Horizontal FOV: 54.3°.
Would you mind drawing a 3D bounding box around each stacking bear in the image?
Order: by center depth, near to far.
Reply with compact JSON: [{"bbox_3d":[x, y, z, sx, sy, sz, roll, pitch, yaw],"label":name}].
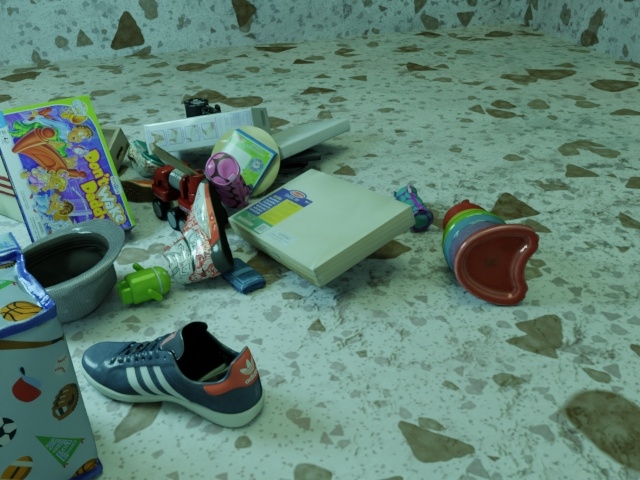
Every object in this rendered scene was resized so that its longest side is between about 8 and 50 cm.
[{"bbox_3d":[0.348,-0.001,1.389,0.164,0.175,0.289,5,21,-2],"label":"stacking bear"}]

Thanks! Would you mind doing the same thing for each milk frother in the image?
[{"bbox_3d":[-0.392,-0.396,2.104,0.129,0.134,0.143,-4,31,-4],"label":"milk frother"}]

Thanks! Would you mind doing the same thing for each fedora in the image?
[{"bbox_3d":[-0.524,0.080,1.303,0.244,0.124,0.275,23,46,39],"label":"fedora"}]

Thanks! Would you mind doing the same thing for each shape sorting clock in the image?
[{"bbox_3d":[-0.212,-0.222,1.762,0.206,0.206,0.040,7,0,15],"label":"shape sorting clock"}]

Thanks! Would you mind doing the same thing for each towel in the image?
[{"bbox_3d":[-0.177,0.075,1.391,0.067,0.029,0.119,-21,35,-32],"label":"towel"}]

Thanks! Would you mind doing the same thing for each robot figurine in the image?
[{"bbox_3d":[-0.371,0.094,1.329,0.115,0.067,0.101,-18,44,-27],"label":"robot figurine"}]

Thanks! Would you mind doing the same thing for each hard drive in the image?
[{"bbox_3d":[-0.097,-0.310,1.952,0.233,0.047,0.353,0,22,38],"label":"hard drive"}]

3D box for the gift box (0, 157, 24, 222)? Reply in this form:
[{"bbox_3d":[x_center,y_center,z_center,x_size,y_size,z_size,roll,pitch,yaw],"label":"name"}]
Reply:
[{"bbox_3d":[-0.806,-0.205,1.681,0.258,0.255,0.276,18,32,27],"label":"gift box"}]

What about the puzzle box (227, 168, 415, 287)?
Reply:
[{"bbox_3d":[-0.012,-0.047,1.456,0.272,0.052,0.409,-33,32,-20],"label":"puzzle box"}]

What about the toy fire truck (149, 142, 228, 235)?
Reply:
[{"bbox_3d":[-0.358,-0.149,1.569,0.158,0.246,0.217,-23,37,-33],"label":"toy fire truck"}]

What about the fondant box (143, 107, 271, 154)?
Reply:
[{"bbox_3d":[-0.338,-0.337,1.912,0.330,0.096,0.238,-8,11,7],"label":"fondant box"}]

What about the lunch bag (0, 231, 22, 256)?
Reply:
[{"bbox_3d":[-0.722,0.063,1.383,0.129,0.096,0.151,-20,49,-33],"label":"lunch bag"}]

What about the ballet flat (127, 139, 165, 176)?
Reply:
[{"bbox_3d":[-0.532,-0.237,1.902,0.091,0.077,0.241,22,12,-34],"label":"ballet flat"}]

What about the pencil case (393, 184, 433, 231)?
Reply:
[{"bbox_3d":[0.239,-0.085,1.608,0.065,0.070,0.151,-6,31,-8],"label":"pencil case"}]

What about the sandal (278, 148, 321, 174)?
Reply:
[{"bbox_3d":[-0.122,-0.230,1.902,0.255,0.054,0.097,-12,23,1],"label":"sandal"}]

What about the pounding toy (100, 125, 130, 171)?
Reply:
[{"bbox_3d":[-0.721,-0.256,1.919,0.206,0.094,0.181,5,58,12],"label":"pounding toy"}]

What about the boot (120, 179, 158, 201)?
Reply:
[{"bbox_3d":[-0.490,-0.146,1.764,0.158,0.059,0.084,11,28,4],"label":"boot"}]

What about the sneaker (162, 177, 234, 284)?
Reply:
[{"bbox_3d":[-0.292,-0.022,1.424,0.145,0.090,0.270,-22,53,5],"label":"sneaker"}]

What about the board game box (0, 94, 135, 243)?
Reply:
[{"bbox_3d":[-0.626,-0.159,1.519,0.233,0.347,0.078,-20,0,-29],"label":"board game box"}]

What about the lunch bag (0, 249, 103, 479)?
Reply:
[{"bbox_3d":[-0.528,0.246,0.827,0.385,0.327,0.239,-21,34,-32],"label":"lunch bag"}]

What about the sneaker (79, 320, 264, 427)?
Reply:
[{"bbox_3d":[-0.260,0.198,1.067,0.350,0.148,0.131,8,32,16],"label":"sneaker"}]

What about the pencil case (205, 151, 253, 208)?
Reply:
[{"bbox_3d":[-0.233,-0.150,1.616,0.095,0.209,0.098,-36,77,-5],"label":"pencil case"}]
